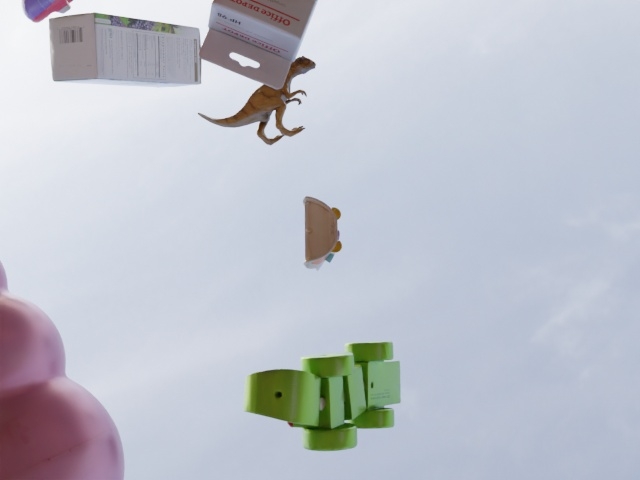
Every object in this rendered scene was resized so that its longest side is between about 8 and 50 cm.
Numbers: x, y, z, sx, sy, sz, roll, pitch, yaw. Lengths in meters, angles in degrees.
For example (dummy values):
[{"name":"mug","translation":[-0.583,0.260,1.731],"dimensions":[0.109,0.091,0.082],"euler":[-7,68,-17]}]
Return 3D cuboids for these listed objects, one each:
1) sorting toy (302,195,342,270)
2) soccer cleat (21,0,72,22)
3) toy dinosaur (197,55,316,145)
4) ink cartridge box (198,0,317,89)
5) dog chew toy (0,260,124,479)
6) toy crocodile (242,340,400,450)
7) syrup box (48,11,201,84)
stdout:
[{"name":"sorting toy","translation":[0.000,0.000,1.083],"dimensions":[0.044,0.075,0.083],"euler":[1,-112,-4]},{"name":"soccer cleat","translation":[-0.211,-0.314,0.826],"dimensions":[0.248,0.095,0.083],"euler":[-49,-156,13]},{"name":"toy dinosaur","translation":[-0.087,-0.190,1.314],"dimensions":[0.211,0.112,0.064],"euler":[-42,-156,-28]},{"name":"ink cartridge box","translation":[-0.055,-0.269,0.988],"dimensions":[0.104,0.060,0.180],"euler":[21,-107,-6]},{"name":"dog chew toy","translation":[-0.317,0.141,0.836],"dimensions":[0.206,0.206,0.332],"euler":[-23,-95,-11]},{"name":"toy crocodile","translation":[0.021,0.190,1.147],"dimensions":[0.105,0.340,0.115],"euler":[-4,-92,25]},{"name":"syrup box","translation":[-0.291,-0.285,1.381],"dimensions":[0.093,0.096,0.237],"euler":[4,-171,31]}]
